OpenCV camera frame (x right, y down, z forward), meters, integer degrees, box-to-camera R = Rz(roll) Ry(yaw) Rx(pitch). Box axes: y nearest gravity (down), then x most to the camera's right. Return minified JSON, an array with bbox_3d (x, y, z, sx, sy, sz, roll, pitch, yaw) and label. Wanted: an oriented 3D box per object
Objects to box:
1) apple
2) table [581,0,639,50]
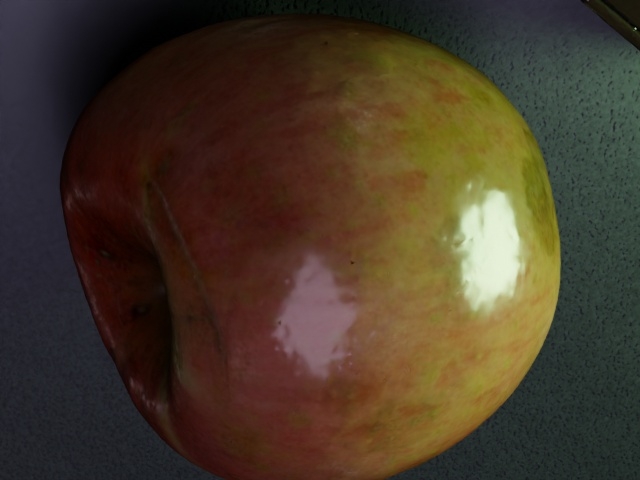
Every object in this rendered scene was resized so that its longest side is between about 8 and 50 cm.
[{"bbox_3d":[0.000,0.000,1.252,0.364,0.364,0.364,-5,125,-8],"label":"apple"},{"bbox_3d":[0.342,-0.254,1.238,0.250,0.196,0.282,33,112,-28],"label":"table"}]
